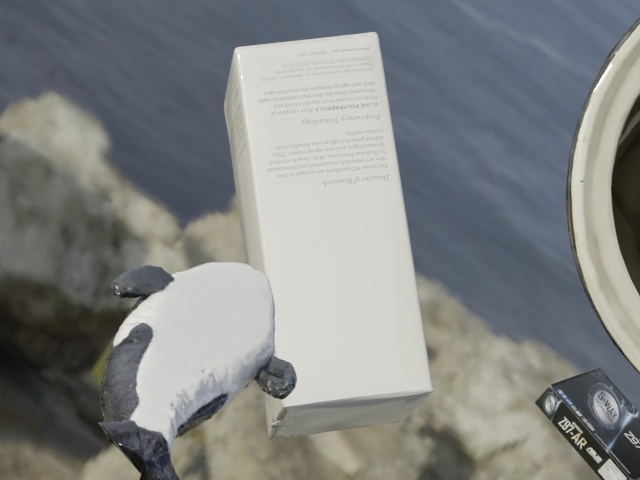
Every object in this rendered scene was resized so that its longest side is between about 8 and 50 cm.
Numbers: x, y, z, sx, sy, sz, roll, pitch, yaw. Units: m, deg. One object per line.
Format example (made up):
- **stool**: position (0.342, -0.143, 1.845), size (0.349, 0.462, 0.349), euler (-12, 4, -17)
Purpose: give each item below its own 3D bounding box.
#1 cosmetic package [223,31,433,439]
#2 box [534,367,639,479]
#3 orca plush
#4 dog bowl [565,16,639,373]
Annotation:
- **cosmetic package**: position (0.000, 0.000, 1.870), size (0.155, 0.366, 0.197), euler (-7, -12, -9)
- **box**: position (0.188, 0.125, 1.219), size (0.067, 0.018, 0.083), euler (-10, 54, -51)
- **orca plush**: position (-0.103, 0.118, 1.355), size (0.151, 0.102, 0.287), euler (23, 29, -13)
- **dog bowl**: position (0.397, -0.027, 1.526), size (0.408, 0.408, 0.150), euler (36, -3, 4)
